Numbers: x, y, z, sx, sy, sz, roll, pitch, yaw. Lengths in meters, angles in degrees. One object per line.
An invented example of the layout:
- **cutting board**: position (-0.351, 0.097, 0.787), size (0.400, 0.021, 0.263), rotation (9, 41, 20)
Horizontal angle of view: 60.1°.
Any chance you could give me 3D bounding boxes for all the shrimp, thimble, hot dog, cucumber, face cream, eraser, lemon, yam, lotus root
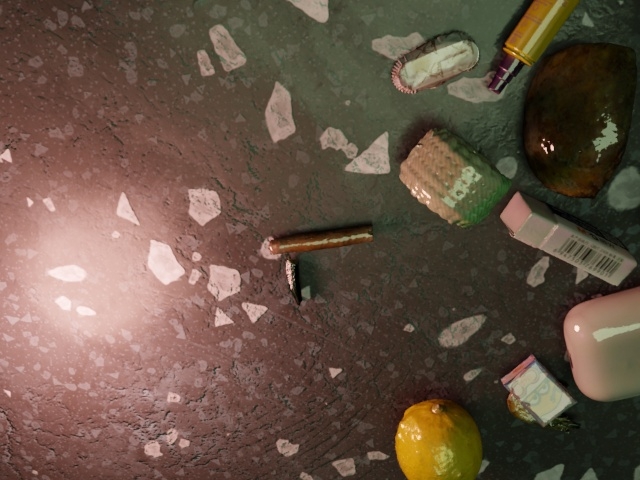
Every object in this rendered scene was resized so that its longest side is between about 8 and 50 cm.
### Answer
- **shrimp**: position (0.628, 0.451, 1.523), size (0.217, 0.051, 0.150), rotation (21, 105, -2)
- **thimble**: position (0.289, -0.136, 1.203), size (0.219, 0.219, 0.150), rotation (34, 110, -11)
- **hot dog**: position (0.245, -0.378, 1.188), size (0.192, 0.053, 0.099), rotation (-22, 109, 14)
- **cucumber**: position (-0.068, 0.104, 1.411), size (0.034, 0.033, 0.134), rotation (-1, 112, 6)
- **face cream**: position (0.441, -0.428, 1.143), size (0.078, 0.078, 0.273), rotation (29, 111, -10)
- **eraser**: position (0.575, -0.006, 1.290), size (0.287, 0.130, 0.086), rotation (24, 115, -9)
- **lemon**: position (0.317, 0.556, 1.482), size (0.234, 0.233, 0.288), rotation (-4, 120, 4)
- **yam**: position (0.000, 0.000, 1.359), size (0.264, 0.046, 0.046), rotation (-8, 112, 4)
- **lotus root**: position (0.531, -0.249, 1.171), size (0.142, 0.210, 0.314), rotation (3, 100, -11)

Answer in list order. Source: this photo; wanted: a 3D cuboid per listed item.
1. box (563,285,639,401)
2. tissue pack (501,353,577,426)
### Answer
- **box**: position (0.800, 0.251, 1.381), size (0.349, 0.141, 0.288), rotation (-17, 110, 10)
- **tissue pack**: position (0.578, 0.398, 1.470), size (0.115, 0.065, 0.155), rotation (-43, 86, 9)
